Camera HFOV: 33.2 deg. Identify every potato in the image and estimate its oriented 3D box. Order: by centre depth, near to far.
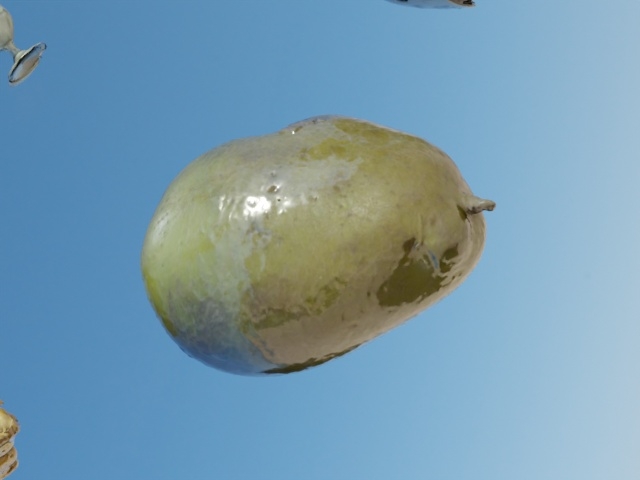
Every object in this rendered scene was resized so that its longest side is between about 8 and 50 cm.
[{"bbox_3d":[0.000,0.000,0.754,0.159,0.251,0.174,11,-115,-72],"label":"potato"}]

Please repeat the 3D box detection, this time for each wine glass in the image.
[{"bbox_3d":[-0.229,-0.144,0.728,0.039,0.083,0.042,-51,1,-18],"label":"wine glass"}]

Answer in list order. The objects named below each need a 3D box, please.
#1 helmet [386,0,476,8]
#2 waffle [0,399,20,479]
[{"bbox_3d":[0.065,-0.270,0.894,0.177,0.107,0.153,-81,-29,-42],"label":"helmet"},{"bbox_3d":[-0.458,0.156,0.988,0.213,0.308,0.091,-41,-19,-41],"label":"waffle"}]
